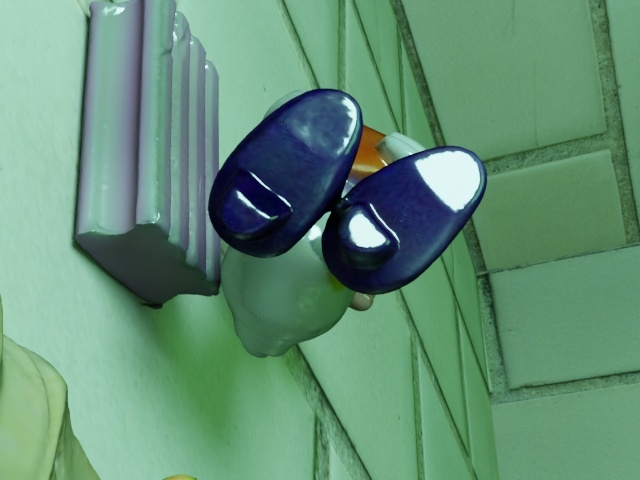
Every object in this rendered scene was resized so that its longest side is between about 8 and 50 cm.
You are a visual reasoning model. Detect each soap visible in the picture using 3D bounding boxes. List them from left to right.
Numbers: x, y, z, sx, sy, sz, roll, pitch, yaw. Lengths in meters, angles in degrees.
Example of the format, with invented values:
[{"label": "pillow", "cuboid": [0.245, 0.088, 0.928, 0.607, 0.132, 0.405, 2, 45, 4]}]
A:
[{"label": "soap", "cuboid": [-0.120, -0.068, 0.708, 0.122, 0.065, 0.203, 60, 23, -59]}]

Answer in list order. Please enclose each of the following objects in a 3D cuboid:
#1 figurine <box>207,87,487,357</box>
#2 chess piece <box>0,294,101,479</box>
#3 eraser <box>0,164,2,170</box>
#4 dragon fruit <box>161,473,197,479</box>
[{"label": "figurine", "cuboid": [0.002, -0.004, 0.747, 0.421, 0.154, 0.193, -62, 176, -85]}, {"label": "chess piece", "cuboid": [-0.151, 0.098, 0.393, 0.301, 0.137, 0.137, 78, 8, -56]}, {"label": "eraser", "cuboid": [-0.214, -0.110, 0.404, 0.095, 0.052, 0.225, -76, 151, -64]}, {"label": "dragon fruit", "cuboid": [-0.071, 0.156, 0.452, 0.086, 0.081, 0.116, -63, 180, 0]}]
